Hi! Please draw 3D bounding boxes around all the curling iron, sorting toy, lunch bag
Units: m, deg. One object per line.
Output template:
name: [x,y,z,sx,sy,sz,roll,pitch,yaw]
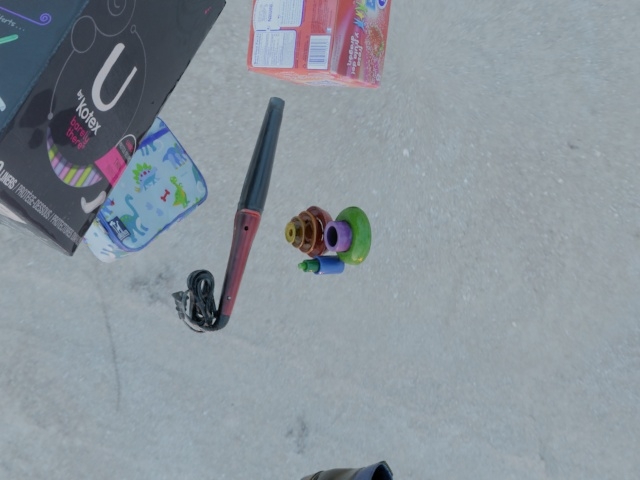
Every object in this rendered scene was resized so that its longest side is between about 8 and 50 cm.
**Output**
curling iron: [-0.089,-0.025,0.777,0.068,0.035,0.274,21,92,-40]
sorting toy: [0.000,0.000,0.628,0.042,0.102,0.061,-2,94,-32]
lunch bag: [-0.288,-0.084,1.082,0.090,0.219,0.176,-24,103,40]

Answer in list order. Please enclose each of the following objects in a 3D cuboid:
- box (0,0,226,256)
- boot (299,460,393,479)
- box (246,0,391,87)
box: [-0.205,-0.152,0.544,0.143,0.165,0.270,23,74,11]
boot: [0.006,0.306,0.726,0.106,0.219,0.082,-30,105,27]
box: [0.007,-0.376,1.012,0.154,0.142,0.300,10,96,33]
